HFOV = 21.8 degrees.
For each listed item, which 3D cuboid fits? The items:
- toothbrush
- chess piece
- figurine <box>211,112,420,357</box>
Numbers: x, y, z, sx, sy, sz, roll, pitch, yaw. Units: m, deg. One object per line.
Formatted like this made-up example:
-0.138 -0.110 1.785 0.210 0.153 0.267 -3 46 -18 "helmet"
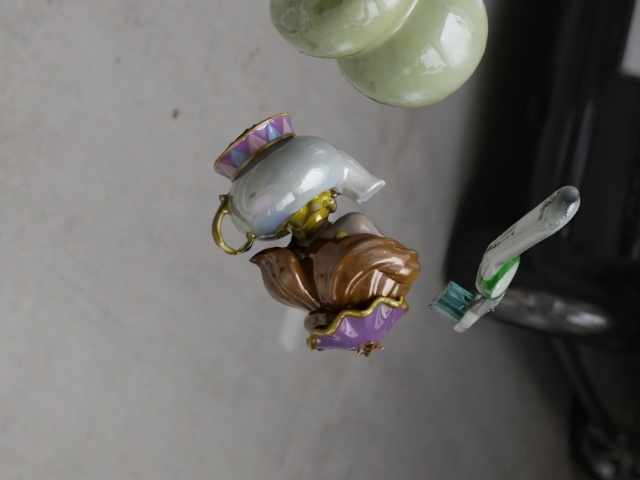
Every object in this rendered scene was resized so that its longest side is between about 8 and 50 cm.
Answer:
0.096 0.015 0.874 0.304 0.030 0.030 118 -8 -77 "toothbrush"
0.002 -0.176 1.042 0.251 0.144 0.144 34 68 -33 "chess piece"
0.000 0.000 1.742 0.189 0.263 0.142 -33 170 -11 "figurine"
